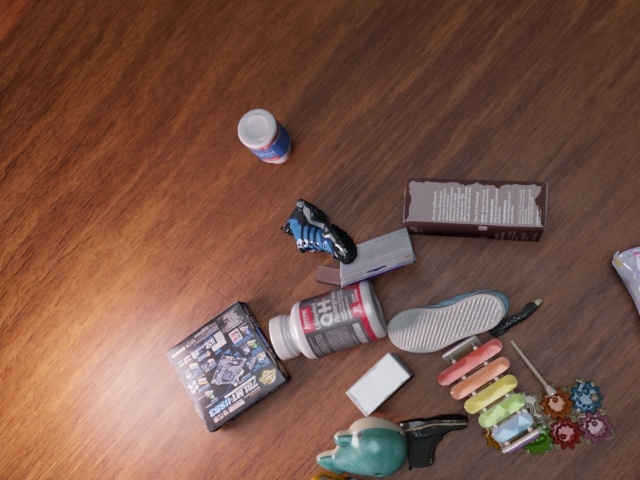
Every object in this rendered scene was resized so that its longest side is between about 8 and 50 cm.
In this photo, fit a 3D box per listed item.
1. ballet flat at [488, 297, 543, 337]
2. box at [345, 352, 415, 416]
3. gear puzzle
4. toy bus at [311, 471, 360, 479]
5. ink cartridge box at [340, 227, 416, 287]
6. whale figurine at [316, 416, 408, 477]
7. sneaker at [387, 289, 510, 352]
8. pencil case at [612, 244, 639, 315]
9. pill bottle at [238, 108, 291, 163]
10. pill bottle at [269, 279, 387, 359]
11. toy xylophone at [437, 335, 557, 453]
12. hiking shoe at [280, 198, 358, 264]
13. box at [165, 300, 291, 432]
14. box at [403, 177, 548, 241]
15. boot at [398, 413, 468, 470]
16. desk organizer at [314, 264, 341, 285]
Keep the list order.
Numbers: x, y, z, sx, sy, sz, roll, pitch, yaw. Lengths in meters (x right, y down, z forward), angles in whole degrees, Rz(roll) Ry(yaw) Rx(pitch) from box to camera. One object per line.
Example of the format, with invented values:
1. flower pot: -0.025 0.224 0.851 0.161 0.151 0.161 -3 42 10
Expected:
1. ballet flat: 0.548 0.211 1.759 0.173 0.057 0.049 -34 69 6
2. box: 0.174 0.409 1.783 0.170 0.130 0.091 -44 72 4
3. gear puzzle: 0.607 0.491 1.700 0.339 0.044 0.175 -16 77 11
4. toy bus: 0.135 0.743 1.733 0.332 0.130 0.108 11 83 16
5. ink cartridge box: 0.165 0.060 1.813 0.223 0.224 0.045 -20 113 11
6. whale figurine: 0.116 0.600 1.729 0.272 0.216 0.141 -34 37 26
7. sneaker: 0.372 0.230 1.776 0.366 0.150 0.135 -18 84 34
8. pencil case: 0.883 0.143 1.656 0.124 0.113 0.273 -25 74 30
9. pill bottle: -0.164 -0.316 1.952 0.124 0.221 0.124 -3 79 15
10. pill bottle: 0.020 0.243 1.828 0.318 0.176 0.176 -19 76 11
11. toy xylophone: 0.488 0.401 1.710 0.236 0.081 0.323 -41 62 3
12. hiking shoe: 0.000 0.000 1.894 0.132 0.113 0.304 -55 45 10
13. box: -0.289 0.389 1.938 0.295 0.073 0.293 -36 74 6
14. box: 0.436 -0.086 1.772 0.381 0.191 0.143 5 81 16
15. boot: 0.327 0.566 1.752 0.198 0.077 0.137 -14 81 25
16. desk organizer: 0.050 0.113 1.912 0.130 0.047 0.050 11 81 16
